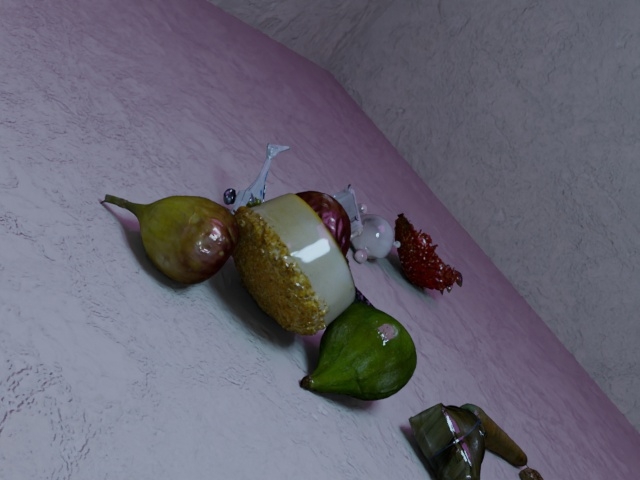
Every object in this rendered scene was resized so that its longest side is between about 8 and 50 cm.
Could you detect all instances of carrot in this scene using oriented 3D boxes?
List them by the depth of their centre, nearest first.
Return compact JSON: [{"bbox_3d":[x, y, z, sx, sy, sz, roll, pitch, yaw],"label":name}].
[{"bbox_3d":[0.423,0.482,1.779,0.298,0.078,0.078,41,18,-29],"label":"carrot"}]

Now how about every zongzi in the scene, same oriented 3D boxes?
[{"bbox_3d":[0.302,0.453,1.521,0.221,0.112,0.242,18,40,-54],"label":"zongzi"}]

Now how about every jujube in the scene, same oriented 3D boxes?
[{"bbox_3d":[-0.024,0.009,1.660,0.190,0.190,0.255,33,34,-30],"label":"jujube"}]

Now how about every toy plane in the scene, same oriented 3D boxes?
[{"bbox_3d":[-0.134,-0.104,1.616,0.182,0.273,0.107,26,-12,33],"label":"toy plane"}]

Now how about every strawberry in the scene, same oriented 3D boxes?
[{"bbox_3d":[0.283,0.041,2.264,0.306,0.138,0.233,43,3,-35],"label":"strawberry"}]

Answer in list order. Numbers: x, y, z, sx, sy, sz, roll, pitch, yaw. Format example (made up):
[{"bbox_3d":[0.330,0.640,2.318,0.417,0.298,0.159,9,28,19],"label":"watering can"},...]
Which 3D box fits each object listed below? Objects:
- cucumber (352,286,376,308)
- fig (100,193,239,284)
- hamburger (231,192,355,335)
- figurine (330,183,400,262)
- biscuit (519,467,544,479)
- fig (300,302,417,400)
[{"bbox_3d":[0.099,0.179,1.750,0.211,0.062,0.078,46,-16,22],"label":"cucumber"},{"bbox_3d":[-0.274,-0.022,1.314,0.257,0.159,0.159,25,18,5],"label":"fig"},{"bbox_3d":[-0.064,0.050,1.417,0.294,0.179,0.276,40,-22,60],"label":"hamburger"},{"bbox_3d":[0.124,-0.037,2.118,0.257,0.144,0.182,31,20,-43],"label":"figurine"},{"bbox_3d":[0.532,0.623,1.738,0.064,0.034,0.199,29,24,-37],"label":"biscuit"},{"bbox_3d":[0.061,0.243,1.437,0.235,0.203,0.203,-37,80,-31],"label":"fig"}]
